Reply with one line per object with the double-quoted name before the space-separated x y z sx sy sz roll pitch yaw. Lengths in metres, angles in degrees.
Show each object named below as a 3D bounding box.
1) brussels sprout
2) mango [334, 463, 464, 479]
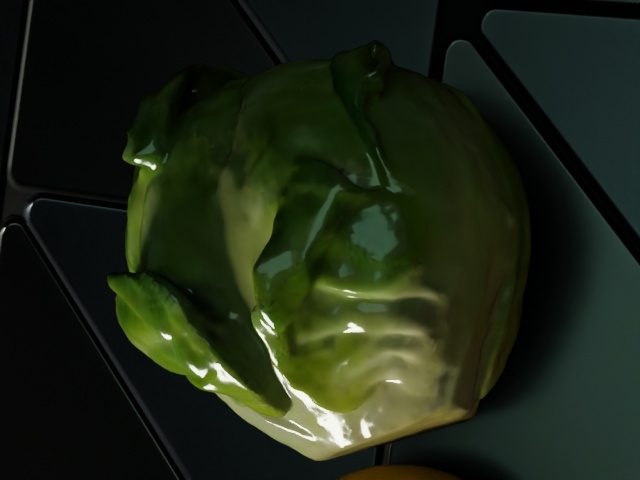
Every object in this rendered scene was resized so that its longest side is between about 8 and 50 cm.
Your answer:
"brussels sprout" 0.000 0.000 0.875 0.259 0.227 0.294 -28 85 34
"mango" 0.026 0.241 0.914 0.227 0.109 0.147 -39 98 16
